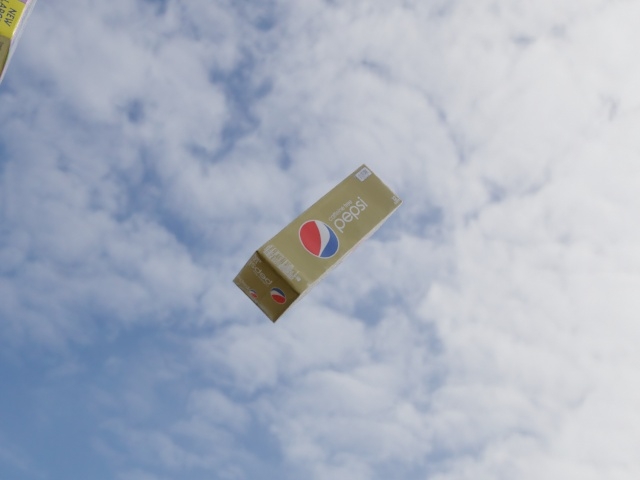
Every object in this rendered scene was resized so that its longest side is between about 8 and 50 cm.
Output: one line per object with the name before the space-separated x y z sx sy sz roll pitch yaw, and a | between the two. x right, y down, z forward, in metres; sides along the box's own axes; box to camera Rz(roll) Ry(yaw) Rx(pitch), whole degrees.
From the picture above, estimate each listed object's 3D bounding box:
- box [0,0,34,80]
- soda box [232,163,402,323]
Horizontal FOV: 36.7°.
box | -0.420 -0.294 1.010 0.243 0.213 0.117 23 -38 -18
soda box | 0.000 0.000 0.927 0.058 0.181 0.061 46 -42 5
